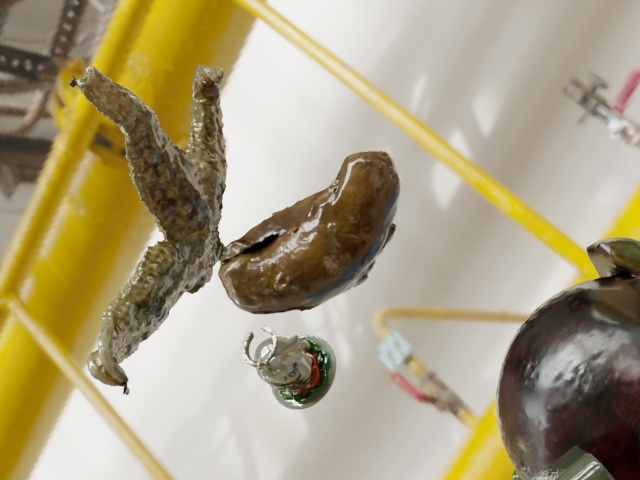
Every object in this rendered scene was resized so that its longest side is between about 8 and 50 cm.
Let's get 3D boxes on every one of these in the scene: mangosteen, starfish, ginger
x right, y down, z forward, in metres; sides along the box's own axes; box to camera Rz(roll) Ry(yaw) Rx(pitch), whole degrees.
[{"bbox_3d":[0.325,0.156,1.212,0.311,0.311,0.311,-31,-35,-24],"label":"mangosteen"},{"bbox_3d":[-0.175,-0.048,1.398,0.432,0.082,0.323,-39,-53,-67],"label":"starfish"},{"bbox_3d":[0.000,0.000,1.849,0.321,0.165,0.172,-39,-50,4],"label":"ginger"}]

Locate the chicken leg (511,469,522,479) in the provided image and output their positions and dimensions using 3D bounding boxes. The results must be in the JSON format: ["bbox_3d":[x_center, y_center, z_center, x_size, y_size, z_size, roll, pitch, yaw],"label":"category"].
[{"bbox_3d":[0.304,0.325,1.486,0.201,0.153,0.429,-66,-9,11],"label":"chicken leg"}]

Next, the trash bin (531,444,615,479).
[{"bbox_3d":[0.170,0.301,0.982,0.240,0.164,0.122,-39,-6,0],"label":"trash bin"}]

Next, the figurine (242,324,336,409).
[{"bbox_3d":[-0.063,0.189,1.963,0.132,0.132,0.154,-49,-38,4],"label":"figurine"}]
